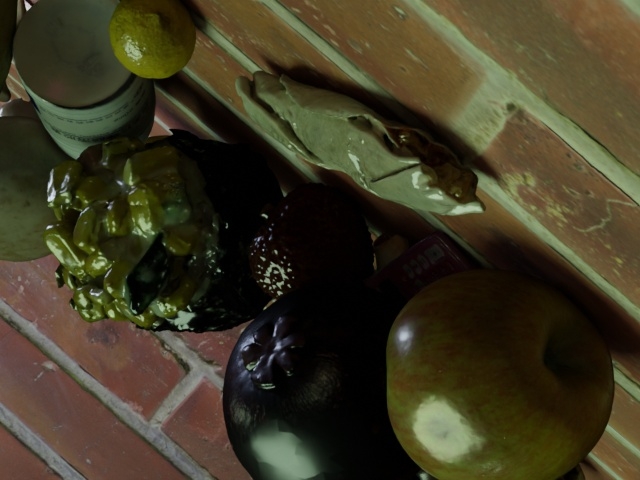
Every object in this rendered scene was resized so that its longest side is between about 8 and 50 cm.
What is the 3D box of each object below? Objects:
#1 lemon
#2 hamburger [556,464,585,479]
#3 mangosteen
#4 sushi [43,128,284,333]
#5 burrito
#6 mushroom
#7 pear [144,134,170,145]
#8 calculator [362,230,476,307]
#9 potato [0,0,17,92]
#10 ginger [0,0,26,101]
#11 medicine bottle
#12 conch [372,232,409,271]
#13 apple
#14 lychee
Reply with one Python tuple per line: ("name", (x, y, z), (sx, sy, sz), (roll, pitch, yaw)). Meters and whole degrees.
("lemon", (-0.210, -0.258, 1.469), (0.109, 0.109, 0.133), (39, 165, 7))
("hamburger", (0.286, 0.445, 2.052), (0.195, 0.318, 0.277), (38, 180, -40))
("mangosteen", (0.036, 0.216, 1.551), (0.307, 0.306, 0.347), (30, 173, 46))
("sushi", (-0.242, -0.004, 1.801), (0.329, 0.327, 0.285), (18, -169, 35))
("burrito", (0.029, -0.115, 1.299), (0.392, 0.076, 0.117), (29, 163, 49))
("mushroom", (-0.541, -0.119, 2.044), (0.297, 0.298, 0.290), (54, -162, -51))
("pear", (-0.277, -0.053, 2.122), (0.281, 0.280, 0.280), (39, 169, 9))
("calculator", (0.145, 0.067, 1.553), (0.126, 0.034, 0.190), (52, 141, 0))
("potato", (-0.559, -0.343, 1.667), (0.270, 0.359, 0.219), (14, -176, 23))
("ginger", (-0.601, -0.352, 1.994), (0.211, 0.358, 0.413), (13, -153, -21))
("medicine bottle", (-0.355, -0.243, 1.812), (0.190, 0.190, 0.332), (40, 169, 3))
("conch", (0.144, 0.108, 1.665), (0.255, 0.127, 0.158), (45, 169, -20))
("apple", (0.207, 0.157, 1.337), (0.264, 0.264, 0.264), (39, 169, 9))
("lychee", (-0.013, 0.012, 1.672), (0.194, 0.194, 0.194), (39, 169, 9))
